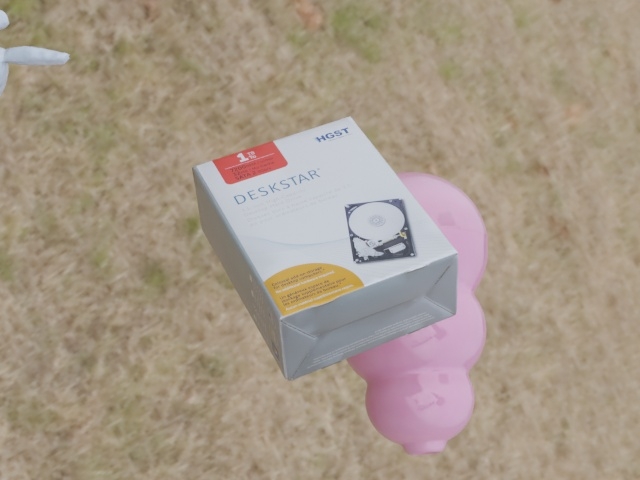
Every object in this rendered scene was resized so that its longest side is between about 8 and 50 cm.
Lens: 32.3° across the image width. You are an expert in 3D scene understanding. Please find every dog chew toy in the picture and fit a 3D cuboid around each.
[{"bbox_3d":[0.111,0.090,1.336,0.206,0.206,0.332,13,66,-50],"label":"dog chew toy"}]

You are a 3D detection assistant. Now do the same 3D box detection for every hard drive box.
[{"bbox_3d":[0.000,0.000,1.075,0.089,0.181,0.232,85,-22,-43],"label":"hard drive box"}]

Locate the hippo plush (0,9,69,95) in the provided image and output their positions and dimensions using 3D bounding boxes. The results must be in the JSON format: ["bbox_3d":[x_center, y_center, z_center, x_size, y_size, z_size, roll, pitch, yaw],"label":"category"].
[{"bbox_3d":[-0.514,-0.250,1.418,0.234,0.294,0.237,20,37,-40],"label":"hippo plush"}]
